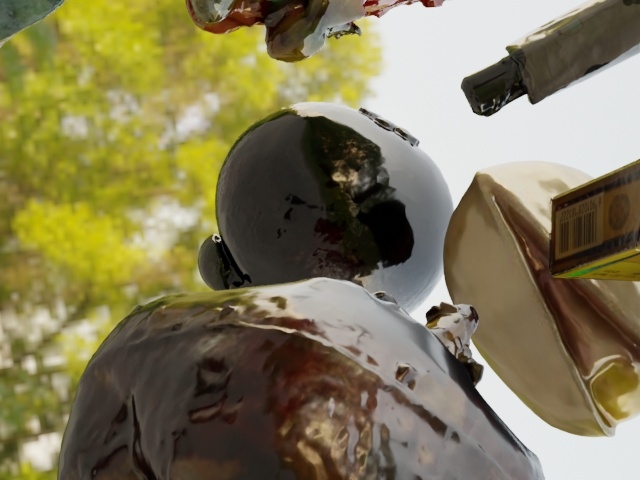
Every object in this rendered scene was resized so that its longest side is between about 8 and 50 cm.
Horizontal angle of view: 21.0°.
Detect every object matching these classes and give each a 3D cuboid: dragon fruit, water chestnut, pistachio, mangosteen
[{"bbox_3d":[0.007,-0.162,0.883,0.150,0.208,0.133,4,-55,49],"label":"dragon fruit"},{"bbox_3d":[0.002,0.151,1.152,0.347,0.335,0.335,-56,171,-29],"label":"water chestnut"},{"bbox_3d":[0.253,0.053,1.785,0.308,0.230,0.230,59,-23,25],"label":"pistachio"},{"bbox_3d":[0.001,-0.010,2.011,0.297,0.313,0.297,35,-23,17],"label":"mangosteen"}]

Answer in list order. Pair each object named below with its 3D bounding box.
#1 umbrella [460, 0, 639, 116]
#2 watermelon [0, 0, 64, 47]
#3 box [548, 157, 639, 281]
[{"bbox_3d":[0.286,-0.206,1.596,0.067,0.337,0.073,63,3,-4],"label":"umbrella"},{"bbox_3d":[-0.216,-0.160,1.141,0.180,0.094,0.081,1,-81,42],"label":"watermelon"},{"bbox_3d":[0.338,-0.018,1.495,0.301,0.193,0.084,148,-57,-76],"label":"box"}]
